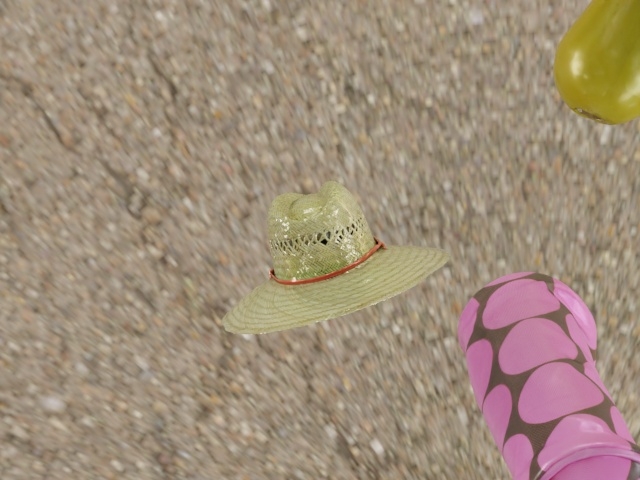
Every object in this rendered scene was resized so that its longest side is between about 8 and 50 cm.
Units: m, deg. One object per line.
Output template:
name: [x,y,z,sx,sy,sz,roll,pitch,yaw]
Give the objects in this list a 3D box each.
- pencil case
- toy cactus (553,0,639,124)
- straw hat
pencil case: [0.142,0.103,1.073,0.098,0.209,0.095,22,115,-18]
toy cactus: [0.117,-0.108,0.314,0.112,0.180,0.219,42,53,3]
straw hat: [0.000,0.000,1.032,0.144,0.144,0.061,-17,100,2]
